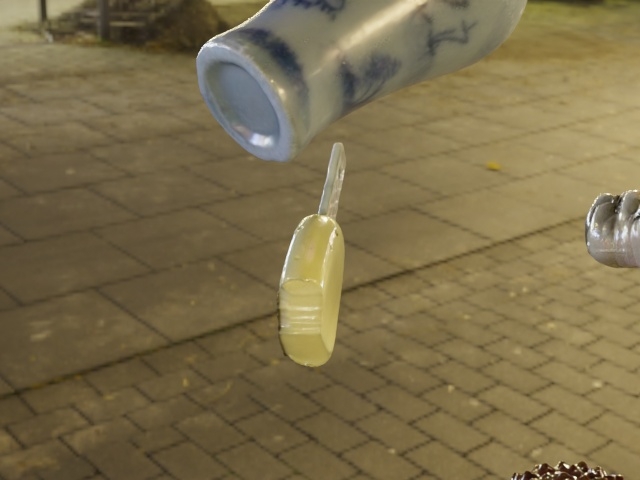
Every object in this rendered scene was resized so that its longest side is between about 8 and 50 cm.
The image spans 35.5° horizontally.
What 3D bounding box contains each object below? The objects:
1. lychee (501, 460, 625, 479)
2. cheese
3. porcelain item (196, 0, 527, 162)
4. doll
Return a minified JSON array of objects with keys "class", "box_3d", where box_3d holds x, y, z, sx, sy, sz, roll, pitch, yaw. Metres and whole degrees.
[{"class":"lychee","box_3d":[0.210,0.279,0.849,0.188,0.188,0.188,2,22,-1]},{"class":"cheese","box_3d":[0.000,0.000,1.072,0.050,0.127,0.255,3,57,13]},{"class":"porcelain item","box_3d":[0.041,-0.155,0.661,0.141,0.141,0.259,23,52,41]},{"class":"doll","box_3d":[0.459,-0.010,1.402,0.192,0.149,0.095,-3,22,48]}]
